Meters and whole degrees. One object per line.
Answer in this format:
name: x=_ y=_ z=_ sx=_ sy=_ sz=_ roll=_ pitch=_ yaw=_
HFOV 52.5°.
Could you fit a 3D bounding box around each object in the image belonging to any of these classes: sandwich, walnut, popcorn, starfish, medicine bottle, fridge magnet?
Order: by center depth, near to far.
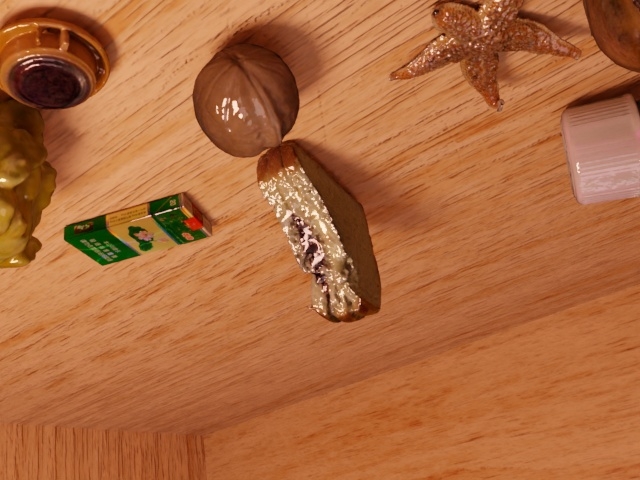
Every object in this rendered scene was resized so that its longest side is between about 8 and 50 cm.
fridge magnet: x=-0.331 y=-0.210 z=0.791 sx=0.143 sy=0.063 sz=0.143 roll=-11 pitch=152 yaw=-6
walnut: x=-0.097 y=-0.183 z=0.852 sx=0.140 sy=0.140 sz=0.162 roll=-14 pitch=143 yaw=8
popcorn: x=-0.479 y=-0.071 z=0.859 sx=0.250 sy=0.235 sz=0.242 roll=-48 pitch=178 yaw=35
starfish: x=0.245 y=-0.279 z=0.886 sx=0.231 sy=0.048 sz=0.295 roll=21 pitch=139 yaw=-31
medicine bottle: x=0.597 y=-0.162 z=1.028 sx=0.395 sy=0.242 sz=0.242 roll=-15 pitch=153 yaw=18
sandwich: x=0.004 y=-0.001 z=1.120 sx=0.100 sy=0.254 sz=0.288 roll=-16 pitch=151 yaw=23

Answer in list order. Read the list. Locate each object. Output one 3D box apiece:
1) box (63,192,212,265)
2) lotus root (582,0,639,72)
box: x=-0.334 y=-0.017 z=1.203 sx=0.235 sy=0.034 sz=0.132 roll=-15 pitch=153 yaw=8
lotus root: x=0.450 y=-0.312 z=0.763 sx=0.272 sy=0.192 sz=0.272 roll=-2 pitch=150 yaw=-1
